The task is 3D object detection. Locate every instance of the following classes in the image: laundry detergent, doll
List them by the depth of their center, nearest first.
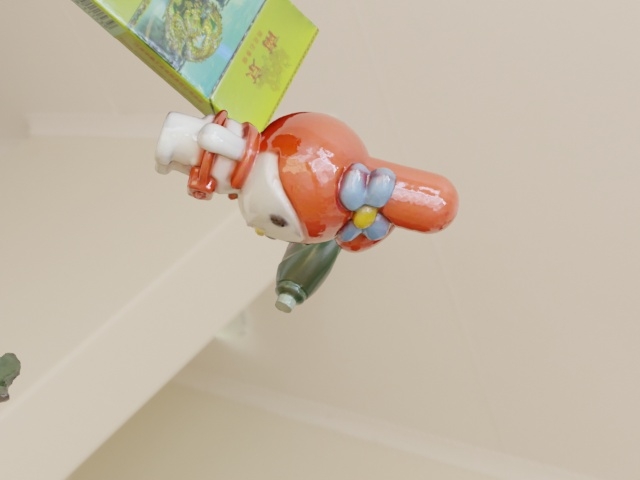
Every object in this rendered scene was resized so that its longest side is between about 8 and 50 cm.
[{"bbox_3d":[-0.013,-0.059,0.983,0.290,0.130,0.161,15,-14,-5],"label":"doll"},{"bbox_3d":[0.000,0.000,1.296,0.063,0.211,0.137,38,-35,-15],"label":"laundry detergent"}]

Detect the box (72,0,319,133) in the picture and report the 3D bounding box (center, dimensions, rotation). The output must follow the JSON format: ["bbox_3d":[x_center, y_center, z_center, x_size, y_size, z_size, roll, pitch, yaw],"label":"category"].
[{"bbox_3d":[-0.160,-0.284,1.208,0.335,0.187,0.047,40,-26,-31],"label":"box"}]

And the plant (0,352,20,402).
[{"bbox_3d":[-0.417,0.184,1.081,0.131,0.203,0.142,48,-7,10],"label":"plant"}]
